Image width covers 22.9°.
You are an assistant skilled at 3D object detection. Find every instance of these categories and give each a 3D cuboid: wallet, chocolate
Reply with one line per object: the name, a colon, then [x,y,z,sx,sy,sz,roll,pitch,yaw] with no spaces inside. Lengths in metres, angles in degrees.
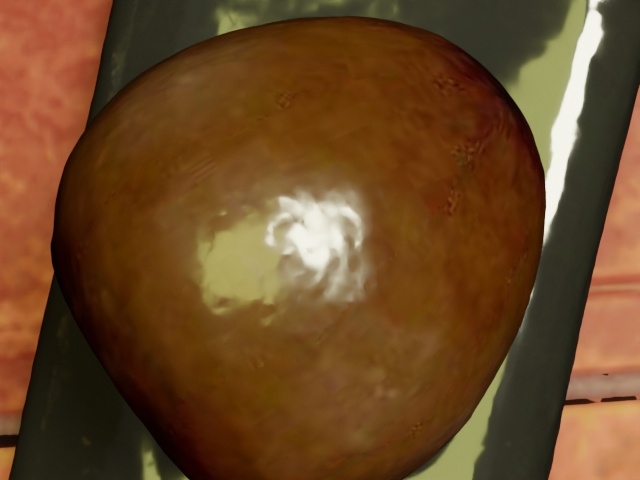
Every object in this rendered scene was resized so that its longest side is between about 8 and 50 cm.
wallet: [-0.005,0.035,0.652,0.228,0.062,0.406,12,88,15]
chocolate: [0.000,0.000,0.542,0.177,0.177,0.177,-1,86,14]
